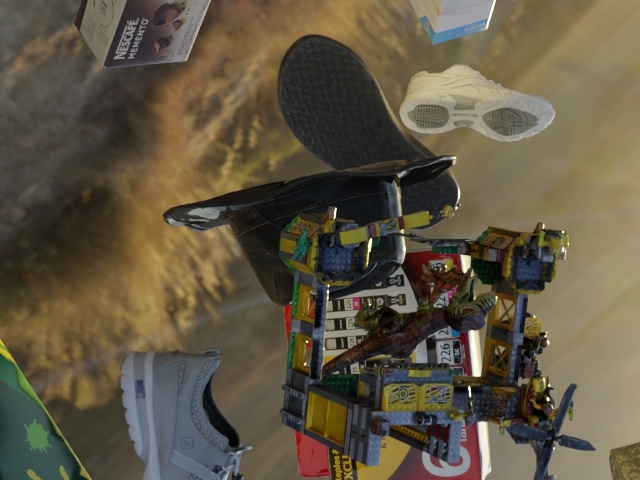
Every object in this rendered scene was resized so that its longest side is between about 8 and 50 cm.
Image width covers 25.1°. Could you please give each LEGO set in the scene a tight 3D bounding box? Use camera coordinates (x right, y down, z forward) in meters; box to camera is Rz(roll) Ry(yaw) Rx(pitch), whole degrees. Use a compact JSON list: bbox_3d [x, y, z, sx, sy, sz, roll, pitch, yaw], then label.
[{"bbox_3d":[0.121,0.092,1.320,0.331,0.255,0.192,12,-179,-30],"label":"LEGO set"}]

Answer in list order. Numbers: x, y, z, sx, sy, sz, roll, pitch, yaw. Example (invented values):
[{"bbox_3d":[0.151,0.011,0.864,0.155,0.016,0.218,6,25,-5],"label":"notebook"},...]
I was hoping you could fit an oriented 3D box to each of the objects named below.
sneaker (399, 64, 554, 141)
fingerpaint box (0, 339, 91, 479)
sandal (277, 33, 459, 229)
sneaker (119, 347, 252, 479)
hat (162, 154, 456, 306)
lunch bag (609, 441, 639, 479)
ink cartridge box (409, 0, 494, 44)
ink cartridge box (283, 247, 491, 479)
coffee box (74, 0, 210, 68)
[{"bbox_3d":[0.239,-0.221,2.173,0.090,0.232,0.115,98,-1,-50],"label":"sneaker"},{"bbox_3d":[-0.536,0.238,1.590,0.444,0.371,0.163,-25,-169,27],"label":"fingerpaint box"},{"bbox_3d":[0.068,-0.185,2.464,0.167,0.107,0.446,-36,124,10],"label":"sandal"},{"bbox_3d":[-0.123,0.244,1.483,0.115,0.281,0.105,-12,-169,5],"label":"sneaker"},{"bbox_3d":[0.000,0.000,1.584,0.331,0.134,0.331,-12,179,0],"label":"hat"},{"bbox_3d":[0.589,0.426,2.138,0.256,0.305,0.213,-17,-149,3],"label":"lunch bag"},{"bbox_3d":[0.188,-0.359,1.997,0.089,0.092,0.143,-17,155,-15],"label":"ink cartridge box"},{"bbox_3d":[0.075,0.172,1.916,0.271,0.310,0.130,-6,179,12],"label":"ink cartridge box"},{"bbox_3d":[-0.264,-0.426,2.301,0.168,0.119,0.297,-11,144,-37],"label":"coffee box"}]
